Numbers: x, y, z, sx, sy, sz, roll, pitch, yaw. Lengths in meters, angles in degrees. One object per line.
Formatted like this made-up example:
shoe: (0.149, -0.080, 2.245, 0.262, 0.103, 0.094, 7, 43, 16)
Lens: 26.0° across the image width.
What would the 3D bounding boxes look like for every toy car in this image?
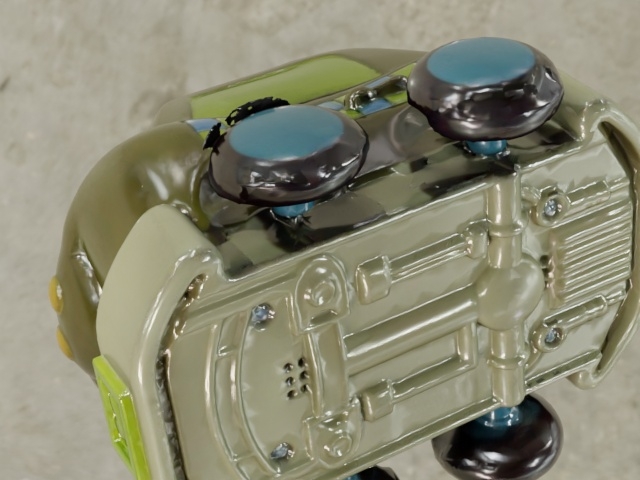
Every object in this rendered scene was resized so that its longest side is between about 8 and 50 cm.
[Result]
toy car: (0.000, 0.000, 0.609, 0.248, 0.198, 0.204, -21, 126, -22)
